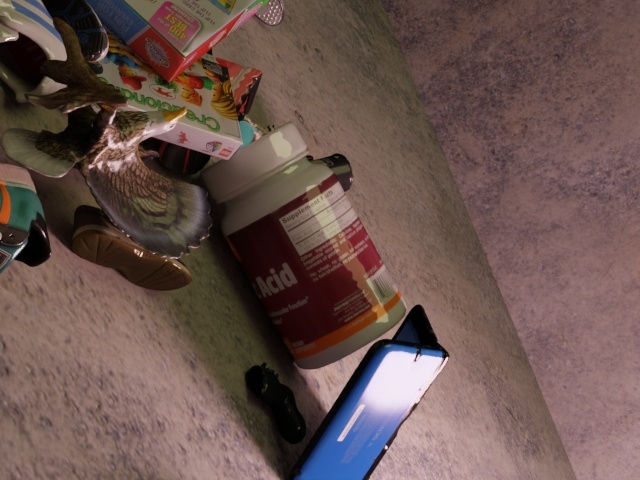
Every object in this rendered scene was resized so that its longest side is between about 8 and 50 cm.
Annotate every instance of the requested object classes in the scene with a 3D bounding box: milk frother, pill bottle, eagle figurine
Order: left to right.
[{"bbox_3d":[-0.275,-0.117,1.547,0.298,0.225,0.226,83,12,-54],"label":"eagle figurine"},{"bbox_3d":[-0.035,0.007,2.001,0.392,0.224,0.224,61,19,-5],"label":"pill bottle"},{"bbox_3d":[-0.020,-0.104,2.396,0.134,0.129,0.143,-15,109,-36],"label":"milk frother"}]

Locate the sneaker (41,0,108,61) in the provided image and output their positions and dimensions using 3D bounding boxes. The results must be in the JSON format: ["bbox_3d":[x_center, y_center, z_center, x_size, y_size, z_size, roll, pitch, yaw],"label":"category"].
[{"bbox_3d":[-0.384,-0.336,1.703,0.211,0.080,0.081,42,3,19],"label":"sneaker"}]

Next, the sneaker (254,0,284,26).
[{"bbox_3d":[-0.149,-0.637,2.774,0.226,0.086,0.163,54,23,-19],"label":"sneaker"}]

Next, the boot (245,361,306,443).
[{"bbox_3d":[-0.073,0.259,1.840,0.099,0.045,0.121,47,17,-44],"label":"boot"}]

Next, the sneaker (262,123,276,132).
[{"bbox_3d":[-0.090,-0.202,2.414,0.109,0.043,0.040,46,23,-44],"label":"sneaker"}]

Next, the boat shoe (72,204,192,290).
[{"bbox_3d":[-0.264,0.009,1.630,0.223,0.080,0.073,30,42,-50],"label":"boat shoe"}]

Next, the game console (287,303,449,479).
[{"bbox_3d":[0.062,0.248,1.883,0.250,0.293,0.173,13,24,-46],"label":"game console"}]

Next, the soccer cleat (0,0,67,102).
[{"bbox_3d":[-0.450,-0.335,1.553,0.331,0.116,0.143,56,20,-18],"label":"soccer cleat"}]

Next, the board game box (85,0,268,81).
[{"bbox_3d":[-0.240,-0.427,1.891,0.242,0.064,0.316,43,45,-2],"label":"board game box"}]

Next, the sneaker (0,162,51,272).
[{"bbox_3d":[-0.396,-0.020,1.287,0.121,0.108,0.302,61,17,8],"label":"sneaker"}]

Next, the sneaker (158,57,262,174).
[{"bbox_3d":[-0.224,-0.226,2.012,0.136,0.116,0.314,28,41,6],"label":"sneaker"}]

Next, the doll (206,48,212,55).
[{"bbox_3d":[-0.233,-0.374,2.224,0.129,0.046,0.189,96,-18,-47],"label":"doll"}]

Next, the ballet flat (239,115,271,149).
[{"bbox_3d":[-0.156,-0.198,2.213,0.077,0.091,0.241,37,3,25],"label":"ballet flat"}]

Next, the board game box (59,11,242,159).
[{"bbox_3d":[-0.275,-0.251,1.825,0.305,0.053,0.193,15,46,-35],"label":"board game box"}]
